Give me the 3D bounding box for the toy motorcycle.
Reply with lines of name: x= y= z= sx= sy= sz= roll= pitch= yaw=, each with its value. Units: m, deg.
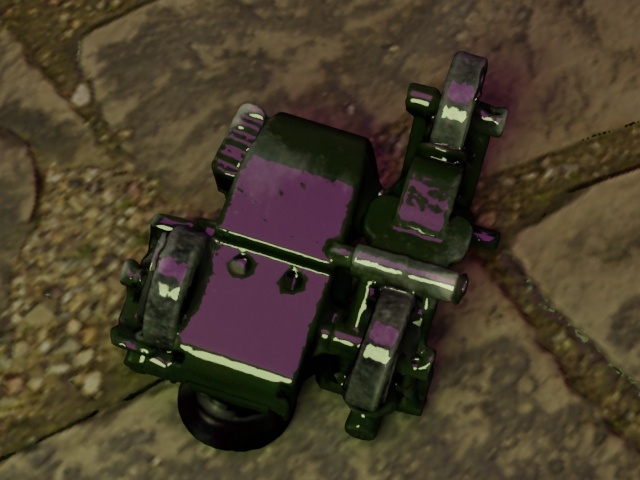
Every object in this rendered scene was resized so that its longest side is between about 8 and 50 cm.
toy motorcycle: x=0.000 y=0.000 z=1.222 sx=0.205 sy=0.127 sz=0.275 roll=17 pitch=64 yaw=6
